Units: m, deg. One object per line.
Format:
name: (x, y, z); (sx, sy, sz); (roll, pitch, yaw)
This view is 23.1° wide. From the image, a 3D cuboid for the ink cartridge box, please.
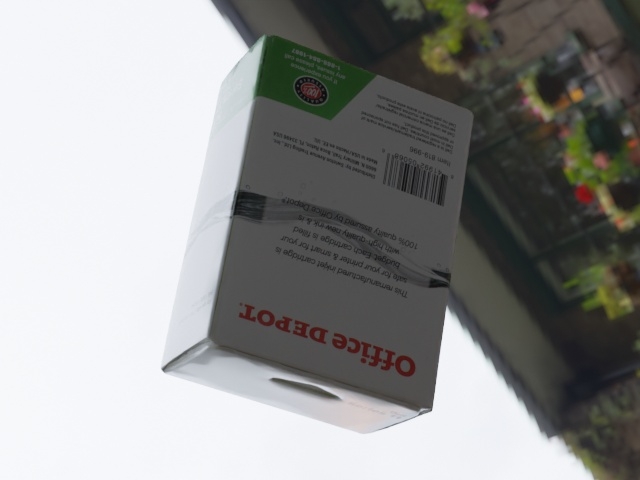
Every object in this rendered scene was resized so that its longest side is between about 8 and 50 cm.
ink cartridge box: (0.000, 0.000, 0.973); (0.153, 0.087, 0.208); (20, -116, -20)
